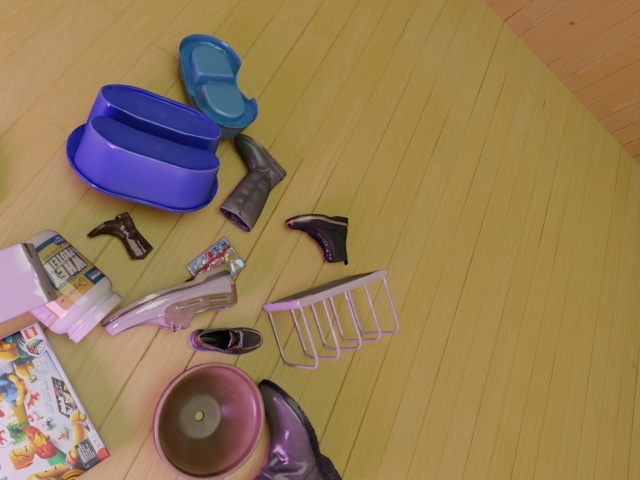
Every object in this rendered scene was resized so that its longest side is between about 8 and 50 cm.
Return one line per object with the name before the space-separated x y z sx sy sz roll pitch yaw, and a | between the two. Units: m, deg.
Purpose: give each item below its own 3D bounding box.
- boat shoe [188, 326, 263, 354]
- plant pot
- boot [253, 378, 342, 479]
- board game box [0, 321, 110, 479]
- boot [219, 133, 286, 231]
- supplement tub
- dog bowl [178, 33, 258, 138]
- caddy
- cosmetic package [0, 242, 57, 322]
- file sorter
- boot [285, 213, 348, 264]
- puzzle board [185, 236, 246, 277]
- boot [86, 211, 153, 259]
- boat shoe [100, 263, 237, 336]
boat shoe | -0.215 0.239 1.122 0.183 0.066 0.066 3 75 -30
plant pot | -0.250 0.389 1.035 0.237 0.109 0.238 8 73 -28
boot | -0.108 0.515 1.088 0.222 0.118 0.338 -32 89 -28
board game box | -0.565 0.335 0.896 0.193 0.053 0.306 -29 92 -33
boot | -0.202 -0.154 1.245 0.189 0.076 0.209 41 67 -13
supplement tub | -0.514 0.092 0.939 0.200 0.144 0.144 46 59 -12
dog bowl | -0.274 -0.395 1.228 0.165 0.074 0.297 -10 70 -35
caddy | -0.387 -0.196 1.081 0.341 0.179 0.241 16 45 -26
cosmetic package | -0.589 0.099 0.797 0.231 0.085 0.118 -23 96 -18
file sorter | 0.033 0.199 1.210 0.277 0.192 0.173 -15 88 -33
boot | 0.000 0.000 1.316 0.197 0.076 0.137 1 81 -29
puzzle board | -0.257 0.063 1.179 0.128 0.011 0.096 -42 99 -31
boot | -0.450 0.005 1.069 0.106 0.037 0.114 -35 100 -31
boat shoe | -0.322 0.152 1.056 0.302 0.113 0.103 -23 90 -29
